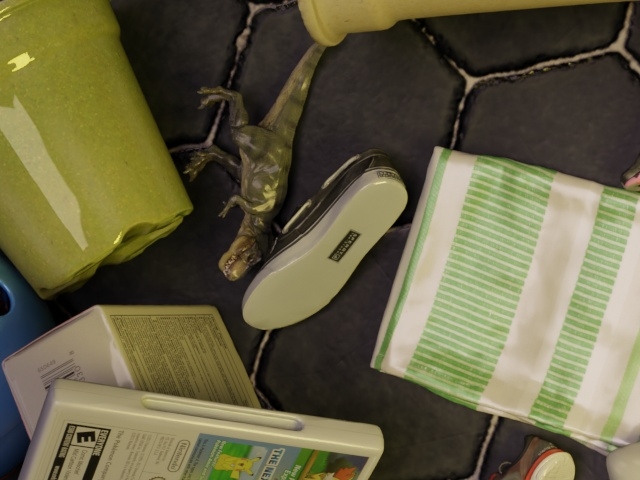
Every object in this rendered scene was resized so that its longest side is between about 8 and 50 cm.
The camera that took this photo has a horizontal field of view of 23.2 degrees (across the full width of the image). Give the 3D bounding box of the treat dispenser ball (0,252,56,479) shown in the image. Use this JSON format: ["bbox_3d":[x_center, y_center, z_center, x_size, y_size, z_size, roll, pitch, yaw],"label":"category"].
[{"bbox_3d":[-0.411,0.131,1.600,0.288,0.288,0.288,-1,88,23],"label":"treat dispenser ball"}]

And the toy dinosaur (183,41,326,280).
[{"bbox_3d":[-0.073,-0.097,1.589,0.118,0.064,0.268,18,93,16],"label":"toy dinosaur"}]

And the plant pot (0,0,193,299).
[{"bbox_3d":[-0.268,-0.090,1.580,0.276,0.276,0.254,-32,87,19],"label":"plant pot"}]

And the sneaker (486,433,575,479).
[{"bbox_3d":[0.181,0.253,1.477,0.158,0.061,0.065,-58,42,11],"label":"sneaker"}]

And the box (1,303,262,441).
[{"bbox_3d":[-0.176,0.153,1.528,0.127,0.232,0.148,-30,76,20],"label":"box"}]

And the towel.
[{"bbox_3d":[0.223,0.062,1.465,0.325,0.038,0.247,18,94,23],"label":"towel"}]

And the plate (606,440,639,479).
[{"bbox_3d":[0.414,0.285,1.352,0.278,0.045,0.277,-18,88,20],"label":"plate"}]

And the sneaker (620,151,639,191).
[{"bbox_3d":[0.317,-0.095,1.429,0.119,0.047,0.057,-42,66,9],"label":"sneaker"}]

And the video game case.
[{"bbox_3d":[-0.137,0.264,1.440,0.036,0.300,0.329,-99,26,-47],"label":"video game case"}]

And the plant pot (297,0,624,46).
[{"bbox_3d":[0.157,-0.330,1.377,0.305,0.334,0.333,5,90,13],"label":"plant pot"}]

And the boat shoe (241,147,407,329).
[{"bbox_3d":[0.000,0.000,1.551,0.219,0.078,0.070,-45,38,19],"label":"boat shoe"}]
